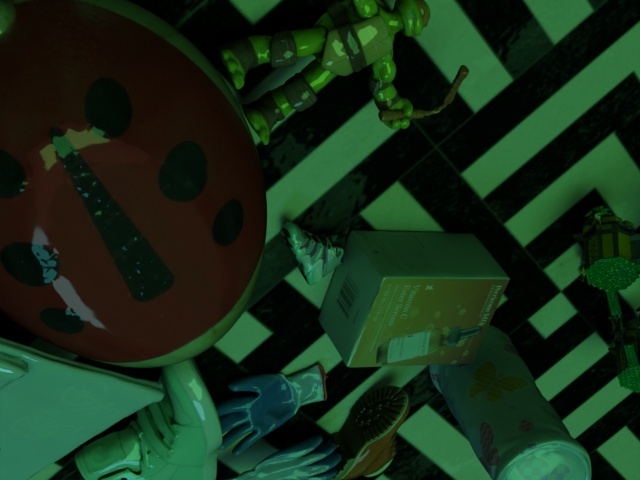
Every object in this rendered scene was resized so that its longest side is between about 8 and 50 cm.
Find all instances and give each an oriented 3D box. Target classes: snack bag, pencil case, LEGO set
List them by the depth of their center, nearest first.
[{"bbox_3d":[-0.379,0.185,1.293,0.323,0.037,0.343,-34,142,30],"label":"snack bag"},{"bbox_3d":[0.218,0.210,1.548,0.114,0.273,0.124,-23,123,-2],"label":"pencil case"},{"bbox_3d":[0.446,0.025,1.629,0.255,0.192,0.331,-15,135,23],"label":"LEGO set"}]

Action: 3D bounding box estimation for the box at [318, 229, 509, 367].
[{"bbox_3d":[0.105,0.066,1.497,0.171,0.091,0.130,1,125,-28],"label":"box"}]

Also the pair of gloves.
[{"bbox_3d":[-0.052,0.242,1.564,0.159,0.023,0.198,-18,114,-20],"label":"pair of gloves"}]

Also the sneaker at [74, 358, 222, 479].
[{"bbox_3d":[-0.191,0.215,1.434,0.151,0.094,0.256,-15,144,-16],"label":"sneaker"}]

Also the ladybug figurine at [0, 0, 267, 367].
[{"bbox_3d":[-0.197,-0.034,1.206,0.305,0.162,0.449,-33,134,-1],"label":"ladybug figurine"}]

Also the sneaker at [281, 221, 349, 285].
[{"bbox_3d":[0.000,0.000,1.428,0.069,0.038,0.098,-31,143,-5],"label":"sneaker"}]

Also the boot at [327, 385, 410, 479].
[{"bbox_3d":[0.073,0.241,1.648,0.085,0.059,0.158,15,126,-39],"label":"boot"}]

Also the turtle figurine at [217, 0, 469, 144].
[{"bbox_3d":[0.015,-0.193,1.244,0.217,0.087,0.269,-24,142,-3],"label":"turtle figurine"}]
